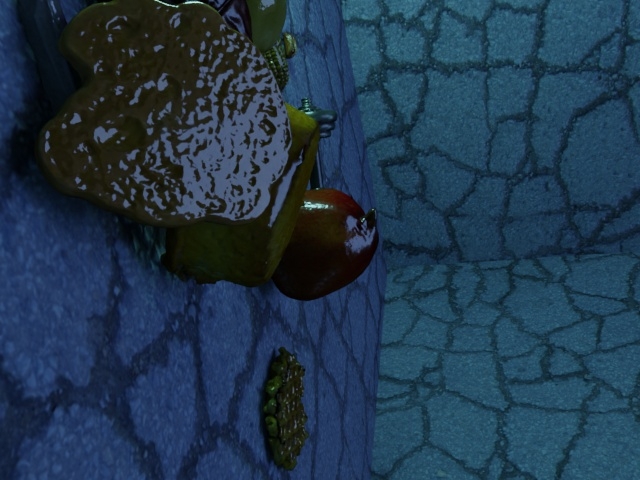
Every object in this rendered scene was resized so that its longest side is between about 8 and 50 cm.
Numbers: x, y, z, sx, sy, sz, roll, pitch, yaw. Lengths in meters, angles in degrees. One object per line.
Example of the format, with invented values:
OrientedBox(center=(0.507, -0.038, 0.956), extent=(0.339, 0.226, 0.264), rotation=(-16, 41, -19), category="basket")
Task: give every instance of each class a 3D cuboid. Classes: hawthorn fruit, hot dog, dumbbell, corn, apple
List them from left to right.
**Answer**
OrientedBox(center=(-0.164, -0.498, 1.239), extent=(0.200, 0.200, 0.200), rotation=(-4, 90, -76), category="apple")
OrientedBox(center=(-0.151, -0.540, 1.497), extent=(0.097, 0.097, 0.319), rotation=(-69, 149, -61), category="corn")
OrientedBox(center=(-0.099, -0.631, 1.862), extent=(0.058, 0.035, 0.083), rotation=(-19, 104, -72), category="hot dog")
OrientedBox(center=(-0.018, -0.231, 1.767), extent=(0.179, 0.179, 0.406), rotation=(-41, 124, -73), category="dumbbell")
OrientedBox(center=(-0.009, 0.009, 1.479), extent=(0.295, 0.311, 0.295), rotation=(7, 90, -82), category="hawthorn fruit")

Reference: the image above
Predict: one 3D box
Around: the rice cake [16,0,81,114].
OrientedBox(center=(-0.328, -0.212, 0.743), extent=(0.049, 0.055, 0.270), rotation=(-54, 134, -59), category="rice cake")

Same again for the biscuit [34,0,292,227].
OrientedBox(center=(-0.198, -0.168, 0.777), extent=(0.351, 0.057, 0.312), rotation=(-7, 93, -36), category="biscuit")

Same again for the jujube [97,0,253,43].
OrientedBox(center=(-0.242, -0.381, 0.877), extent=(0.216, 0.216, 0.342), rotation=(-78, 151, -50), category="jujube")

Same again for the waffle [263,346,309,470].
OrientedBox(center=(-0.087, 0.445, 1.524), extent=(0.281, 0.058, 0.300), rotation=(-59, 144, -65), category="waffle")

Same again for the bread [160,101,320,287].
OrientedBox(center=(-0.132, -0.080, 1.010), extent=(0.337, 0.204, 0.358), rotation=(86, 25, -74), category="bread")
